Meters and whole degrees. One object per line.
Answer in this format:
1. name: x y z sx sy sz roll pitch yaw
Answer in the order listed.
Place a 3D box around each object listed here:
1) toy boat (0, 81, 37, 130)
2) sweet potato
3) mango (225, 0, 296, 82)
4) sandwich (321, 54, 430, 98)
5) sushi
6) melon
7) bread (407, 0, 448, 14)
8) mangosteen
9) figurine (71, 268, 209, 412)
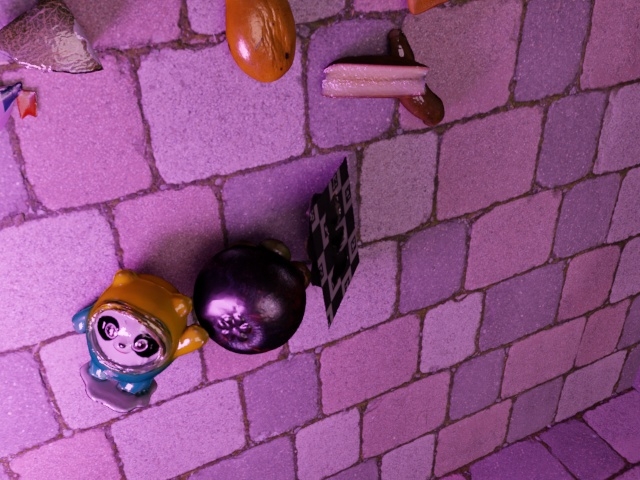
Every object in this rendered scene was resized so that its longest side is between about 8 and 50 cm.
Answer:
1. toy boat: -0.721 -0.216 1.179 0.318 0.072 0.219 -1 117 -40
2. sweet potato: 0.236 -0.408 1.589 0.286 0.085 0.112 52 53 -30
3. mango: -0.133 -0.464 1.315 0.157 0.109 0.262 -26 127 -9
4. sandwich: 0.133 -0.395 1.496 0.258 0.096 0.094 4 118 8
5. sushi: 0.000 0.000 1.662 0.296 0.100 0.373 -60 149 -47
6. melon: -0.510 -0.394 1.160 0.202 0.093 0.140 5 119 -23
7. bread: 0.285 -0.626 1.459 0.200 0.077 0.116 -27 156 -11
8. mangosteen: -0.177 0.138 1.571 0.300 0.300 0.300 -14 125 -22
9. figurine: -0.447 0.230 1.500 0.323 0.231 0.340 28 116 -3
